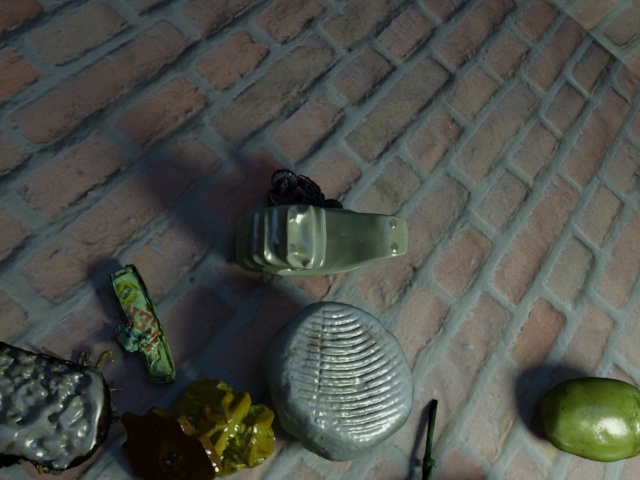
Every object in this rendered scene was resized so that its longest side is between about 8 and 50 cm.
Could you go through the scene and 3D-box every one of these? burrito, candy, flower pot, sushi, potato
[{"bbox_3d":[-0.389,0.181,1.538,0.104,0.054,0.288,-17,72,-32],"label":"burrito"},{"bbox_3d":[0.249,0.502,1.669,0.097,0.097,0.323,26,48,-11],"label":"candy"},{"bbox_3d":[0.000,0.000,1.699,0.367,0.254,0.164,1,83,-28],"label":"flower pot"},{"bbox_3d":[-0.551,0.310,1.304,0.348,0.207,0.234,23,67,-7],"label":"sushi"},{"bbox_3d":[0.702,0.447,1.836,0.304,0.216,0.216,15,58,-21],"label":"potato"}]

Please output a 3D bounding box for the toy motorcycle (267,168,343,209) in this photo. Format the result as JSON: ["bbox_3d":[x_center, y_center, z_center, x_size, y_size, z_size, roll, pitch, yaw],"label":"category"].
[{"bbox_3d":[-0.048,-0.098,1.838,0.212,0.118,0.084,31,33,-23],"label":"toy motorcycle"}]

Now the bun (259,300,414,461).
[{"bbox_3d":[0.029,0.301,1.591,0.354,0.194,0.354,11,62,-22],"label":"bun"}]

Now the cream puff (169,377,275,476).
[{"bbox_3d":[-0.194,0.374,1.456,0.221,0.194,0.194,27,55,-7],"label":"cream puff"}]

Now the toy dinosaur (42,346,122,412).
[{"bbox_3d":[-0.477,0.278,1.453,0.162,0.039,0.126,7,62,-21],"label":"toy dinosaur"}]

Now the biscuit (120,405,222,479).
[{"bbox_3d":[-0.297,0.402,1.396,0.215,0.182,0.034,42,23,5],"label":"biscuit"}]
